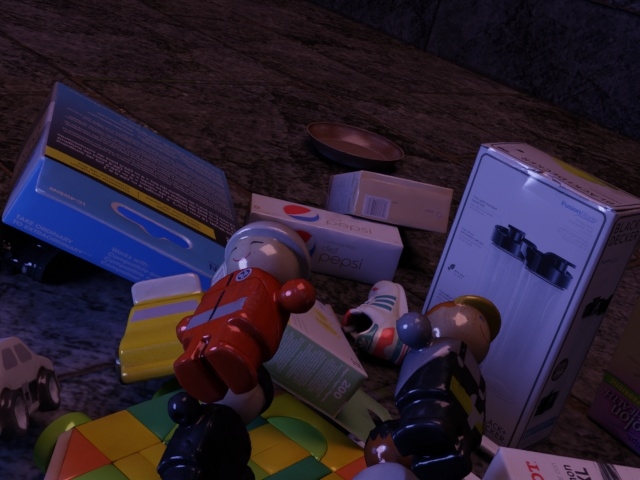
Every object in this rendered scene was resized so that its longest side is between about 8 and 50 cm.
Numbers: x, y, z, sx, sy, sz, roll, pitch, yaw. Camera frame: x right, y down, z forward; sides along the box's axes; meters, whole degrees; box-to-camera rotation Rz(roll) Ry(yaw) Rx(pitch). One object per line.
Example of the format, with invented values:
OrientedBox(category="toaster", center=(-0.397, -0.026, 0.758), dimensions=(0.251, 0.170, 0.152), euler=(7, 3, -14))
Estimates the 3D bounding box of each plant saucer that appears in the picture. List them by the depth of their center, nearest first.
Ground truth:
OrientedBox(category="plant saucer", center=(0.064, -0.181, 1.765), dimensions=(0.199, 0.036, 0.198), euler=(15, 22, -6))

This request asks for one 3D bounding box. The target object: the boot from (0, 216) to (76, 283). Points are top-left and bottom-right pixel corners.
OrientedBox(category="boot", center=(-0.337, 0.000, 1.038), dimensions=(0.099, 0.045, 0.121), euler=(24, 29, 5))

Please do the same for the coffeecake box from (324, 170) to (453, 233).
OrientedBox(category="coffeecake box", center=(0.098, -0.057, 1.364), dimensions=(0.142, 0.068, 0.185), euler=(11, 0, -13))

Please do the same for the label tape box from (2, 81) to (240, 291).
OrientedBox(category="label tape box", center=(-0.220, -0.032, 1.025), dimensions=(0.249, 0.115, 0.347), euler=(28, 18, -24))

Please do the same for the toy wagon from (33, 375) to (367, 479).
OrientedBox(category="toy wagon", center=(-0.101, 0.210, 0.673), dimensions=(0.267, 0.068, 0.344), euler=(30, 26, 32))

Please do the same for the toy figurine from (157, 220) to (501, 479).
OrientedBox(category="toy figurine", center=(0.002, 0.110, 0.610), dimensions=(0.210, 0.213, 0.148), euler=(17, 36, 4))

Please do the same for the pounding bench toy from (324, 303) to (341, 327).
OrientedBox(category="pounding bench toy", center=(-0.009, 0.089, 1.005), dimensions=(0.065, 0.083, 0.052), euler=(7, 23, -19))

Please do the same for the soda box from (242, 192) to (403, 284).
OrientedBox(category="soda box", center=(0.000, 0.000, 1.245), dimensions=(0.216, 0.069, 0.074), euler=(12, 22, -8))

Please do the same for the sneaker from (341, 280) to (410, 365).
OrientedBox(category="sneaker", center=(0.064, 0.088, 1.092), dimensions=(0.075, 0.057, 0.161), euler=(17, 24, -13))

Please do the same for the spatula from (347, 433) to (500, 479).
OrientedBox(category="spatula", center=(0.154, 0.237, 0.861), dimensions=(0.168, 0.019, 0.242), euler=(-15, 36, -43))

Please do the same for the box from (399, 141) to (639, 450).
OrientedBox(category="box", center=(0.209, 0.059, 0.954), dimensions=(0.087, 0.289, 0.169), euler=(-8, 31, -45))

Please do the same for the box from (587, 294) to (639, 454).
OrientedBox(category="box", center=(0.445, 0.144, 0.976), dimensions=(0.117, 0.242, 0.213), euler=(-2, 28, -39))

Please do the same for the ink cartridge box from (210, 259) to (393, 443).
OrientedBox(category="ink cartridge box", center=(0.008, 0.110, 0.818), dimensions=(0.235, 0.056, 0.171), euler=(36, 7, -17))

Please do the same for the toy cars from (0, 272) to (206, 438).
OrientedBox(category="toy cars", center=(-0.203, 0.091, 0.768), dimensions=(0.177, 0.087, 0.394), euler=(-10, 2, 39))

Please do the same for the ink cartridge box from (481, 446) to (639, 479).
OrientedBox(category="ink cartridge box", center=(0.249, 0.271, 0.711), dimensions=(0.237, 0.100, 0.172), euler=(11, 28, -13))
